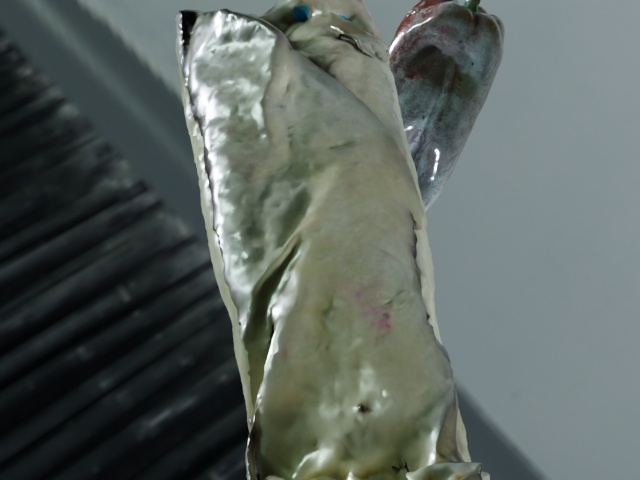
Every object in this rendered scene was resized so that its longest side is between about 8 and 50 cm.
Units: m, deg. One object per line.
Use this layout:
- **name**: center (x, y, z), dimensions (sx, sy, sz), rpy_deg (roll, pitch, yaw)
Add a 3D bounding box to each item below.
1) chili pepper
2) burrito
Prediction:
- **chili pepper**: center (0.047, -0.060, 0.907), dimensions (0.050, 0.041, 0.153), rpy_deg (30, 109, 21)
- **burrito**: center (0.000, 0.001, 0.432), dimensions (0.051, 0.171, 0.042), rpy_deg (-12, 145, 0)
